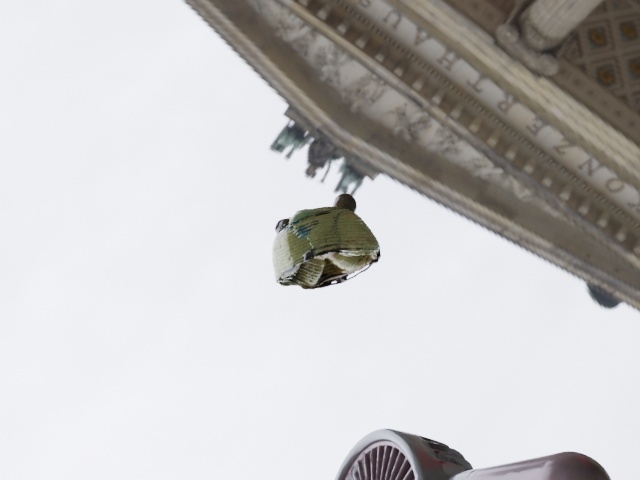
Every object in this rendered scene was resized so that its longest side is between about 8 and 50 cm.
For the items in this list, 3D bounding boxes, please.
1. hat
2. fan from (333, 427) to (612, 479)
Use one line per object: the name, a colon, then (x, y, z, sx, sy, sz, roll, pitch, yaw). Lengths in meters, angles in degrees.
hat: (0.000, 0.000, 0.689, 0.076, 0.077, 0.059, -1, -110, -43)
fan: (0.077, 0.169, 0.532, 0.074, 0.244, 0.130, 18, -119, -23)
